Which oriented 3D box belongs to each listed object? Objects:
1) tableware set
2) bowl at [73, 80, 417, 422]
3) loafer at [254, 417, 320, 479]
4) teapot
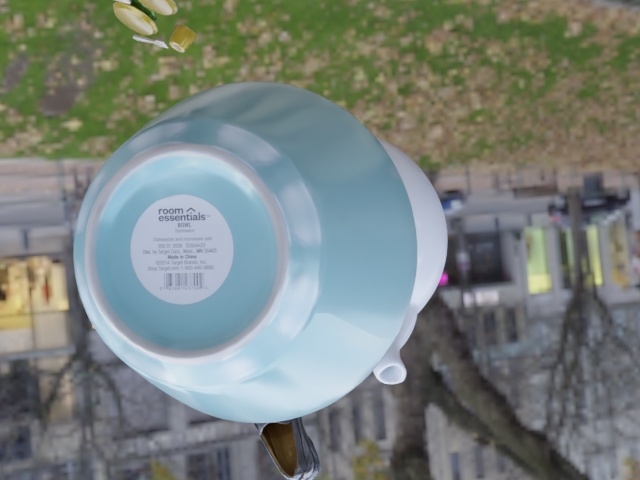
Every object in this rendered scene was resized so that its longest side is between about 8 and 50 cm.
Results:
[{"bbox_3d":[-0.162,-0.224,1.194,0.104,0.024,0.154,19,161,32],"label":"tableware set"},{"bbox_3d":[-0.084,0.011,1.127,0.312,0.311,0.163,-5,179,17],"label":"bowl"},{"bbox_3d":[-0.055,0.229,1.675,0.062,0.170,0.061,-33,166,10],"label":"loafer"},{"bbox_3d":[0.000,0.000,1.400,0.256,0.252,0.187,7,-170,24],"label":"teapot"}]
